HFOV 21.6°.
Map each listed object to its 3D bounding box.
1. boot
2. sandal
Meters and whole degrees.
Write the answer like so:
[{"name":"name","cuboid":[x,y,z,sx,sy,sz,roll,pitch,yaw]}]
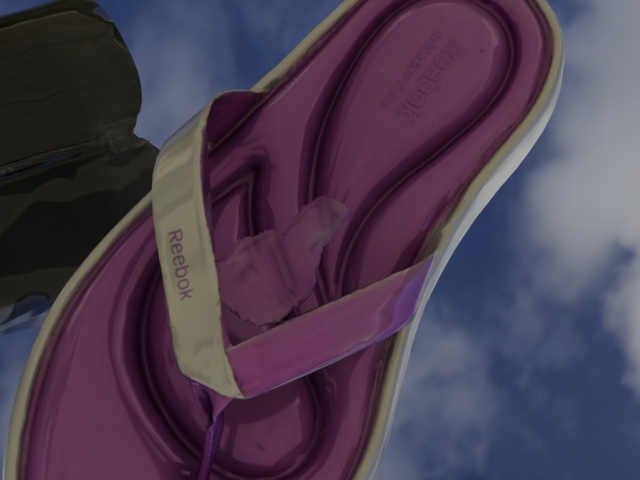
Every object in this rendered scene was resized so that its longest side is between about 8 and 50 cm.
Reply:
[{"name":"boot","cuboid":[-0.330,-0.090,1.026,0.445,0.146,0.367,-16,-85,-24]},{"name":"sandal","cuboid":[-0.014,-0.006,0.776,0.169,0.102,0.416,24,-121,10]}]
